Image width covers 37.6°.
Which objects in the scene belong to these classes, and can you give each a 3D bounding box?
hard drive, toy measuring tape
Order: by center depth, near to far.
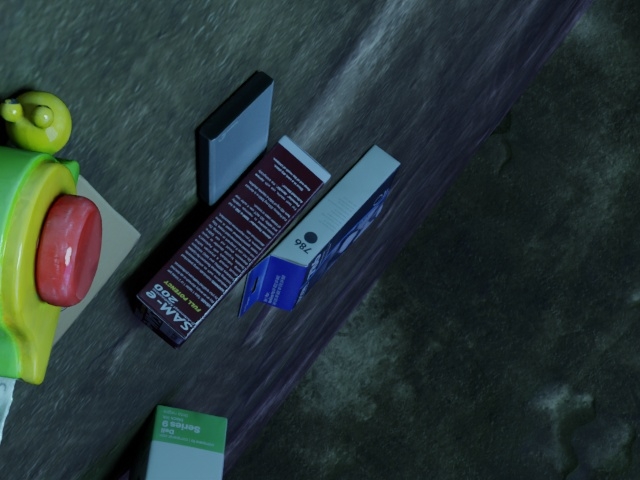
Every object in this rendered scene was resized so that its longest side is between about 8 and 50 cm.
[{"bbox_3d":[-0.204,0.059,0.550,0.121,0.122,0.330,83,16,-74],"label":"toy measuring tape"},{"bbox_3d":[-0.087,-0.101,0.952,0.094,0.022,0.135,-48,168,-23],"label":"hard drive"}]

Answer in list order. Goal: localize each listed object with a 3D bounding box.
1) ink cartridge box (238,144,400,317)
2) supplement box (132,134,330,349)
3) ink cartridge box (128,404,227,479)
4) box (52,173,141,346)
[{"bbox_3d":[0.000,0.000,1.531,0.332,0.065,0.165,-46,168,-28],"label":"ink cartridge box"},{"bbox_3d":[-0.101,0.005,1.039,0.239,0.073,0.130,-50,-178,-18],"label":"supplement box"},{"bbox_3d":[-0.233,0.431,1.419,0.289,0.122,0.211,-89,-161,-46],"label":"ink cartridge box"},{"bbox_3d":[-0.230,0.030,0.782,0.164,0.021,0.201,-51,168,-9],"label":"box"}]
